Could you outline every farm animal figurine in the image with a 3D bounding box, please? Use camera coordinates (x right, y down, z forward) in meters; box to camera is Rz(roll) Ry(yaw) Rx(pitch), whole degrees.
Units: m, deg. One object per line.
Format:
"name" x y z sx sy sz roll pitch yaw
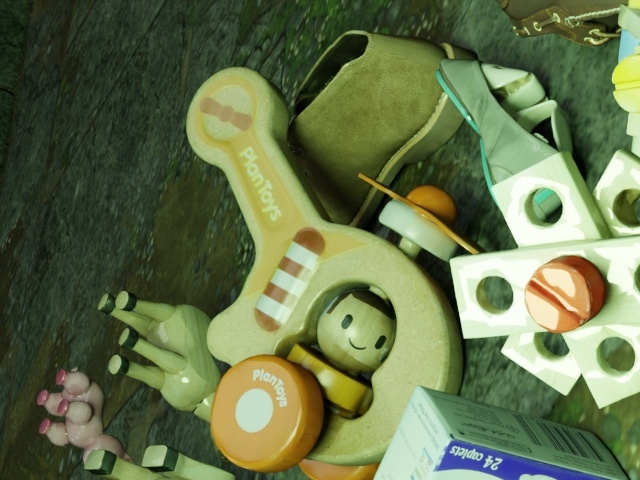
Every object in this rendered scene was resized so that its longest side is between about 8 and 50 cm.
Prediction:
"farm animal figurine" -0.136 0.228 1.653 0.327 0.172 0.330 18 82 59

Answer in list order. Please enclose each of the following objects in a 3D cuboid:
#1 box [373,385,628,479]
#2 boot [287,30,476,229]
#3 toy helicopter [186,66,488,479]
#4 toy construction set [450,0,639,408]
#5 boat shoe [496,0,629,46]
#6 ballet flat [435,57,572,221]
"box" 0.094 0.172 1.099 0.137 0.126 0.072 -67 21 17
"boot" 0.010 -0.081 1.570 0.305 0.115 0.112 130 149 -50
"toy helicopter" 0.000 0.000 1.401 0.235 0.140 0.355 -38 59 19
"toy construction set" 0.192 -0.047 0.832 0.328 0.215 0.151 -43 -42 -54
"boat shoe" 0.182 -0.167 1.251 0.207 0.073 0.073 25 134 69
"ballet flat" 0.138 -0.083 1.315 0.068 0.072 0.213 -37 31 13
